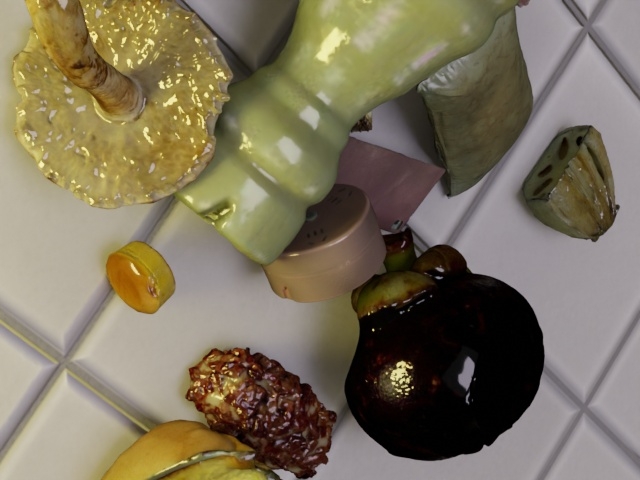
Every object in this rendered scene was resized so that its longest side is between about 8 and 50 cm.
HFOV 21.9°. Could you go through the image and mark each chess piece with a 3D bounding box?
[{"bbox_3d":[0.015,-0.187,1.861,0.442,0.234,0.234,-51,128,1],"label":"chess piece"}]

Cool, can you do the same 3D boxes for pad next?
[{"bbox_3d":[0.061,-0.070,2.067,0.187,0.006,0.113,15,122,-39],"label":"pad"}]

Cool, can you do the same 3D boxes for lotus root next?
[{"bbox_3d":[0.348,-0.065,2.291,0.143,0.070,0.144,-50,123,-25],"label":"lotus root"}]

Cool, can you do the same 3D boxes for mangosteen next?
[{"bbox_3d":[0.146,0.130,2.071,0.287,0.233,0.288,-11,107,-43],"label":"mangosteen"}]

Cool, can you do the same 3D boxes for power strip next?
[{"bbox_3d":[0.000,0.000,1.975,0.154,0.154,0.078,-38,123,-25],"label":"power strip"}]

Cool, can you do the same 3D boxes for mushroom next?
[{"bbox_3d":[-0.246,-0.154,1.689,0.301,0.208,0.233,3,80,-56],"label":"mushroom"}]

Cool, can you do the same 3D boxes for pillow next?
[{"bbox_3d":[0.200,-0.180,2.084,0.185,0.075,0.302,-50,155,-13],"label":"pillow"}]

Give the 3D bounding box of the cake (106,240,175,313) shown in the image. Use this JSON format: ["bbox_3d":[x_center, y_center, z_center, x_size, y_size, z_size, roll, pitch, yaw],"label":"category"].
[{"bbox_3d":[-0.204,0.043,1.867,0.044,0.084,0.084,-38,122,-32],"label":"cake"}]

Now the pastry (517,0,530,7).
[{"bbox_3d":[0.221,-0.419,2.043,0.265,0.102,0.112,77,18,-50],"label":"pastry"}]

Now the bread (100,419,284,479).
[{"bbox_3d":[-0.153,0.282,1.937,0.251,0.133,0.174,-29,126,22],"label":"bread"}]

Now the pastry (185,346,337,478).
[{"bbox_3d":[-0.069,0.208,2.013,0.208,0.097,0.115,45,62,-35],"label":"pastry"}]

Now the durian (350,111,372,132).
[{"bbox_3d":[0.040,-0.184,2.025,0.066,0.052,0.130,-37,121,-29],"label":"durian"}]
